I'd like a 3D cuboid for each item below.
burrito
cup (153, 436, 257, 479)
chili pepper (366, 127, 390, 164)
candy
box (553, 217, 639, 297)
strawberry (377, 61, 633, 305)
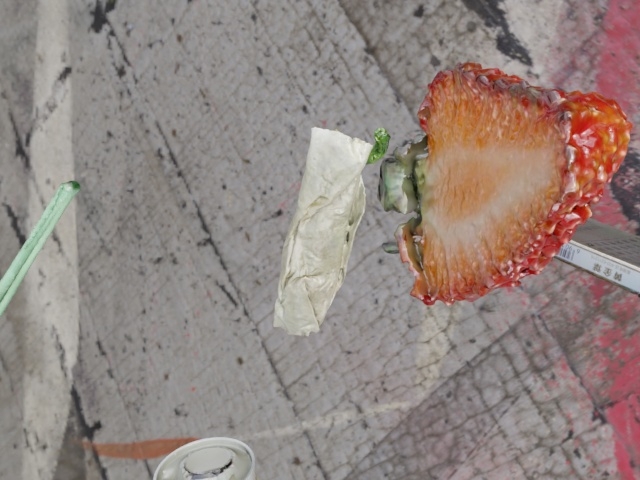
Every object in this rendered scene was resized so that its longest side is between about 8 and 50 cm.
[{"bbox_3d":[0.000,0.000,1.123,0.117,0.076,0.392,13,118,0],"label":"burrito"},{"bbox_3d":[-0.195,0.515,1.234,0.241,0.185,0.226,-124,25,-67],"label":"cup"},{"bbox_3d":[0.093,-0.152,1.103,0.034,0.030,0.091,27,150,-1],"label":"chili pepper"},{"bbox_3d":[-0.298,0.066,0.612,0.335,0.093,0.092,-47,24,25],"label":"candy"},{"bbox_3d":[0.485,0.028,1.071,0.325,0.180,0.047,32,119,47],"label":"box"},{"bbox_3d":[0.140,-0.042,0.519,0.286,0.106,0.188,177,90,-72],"label":"strawberry"}]
